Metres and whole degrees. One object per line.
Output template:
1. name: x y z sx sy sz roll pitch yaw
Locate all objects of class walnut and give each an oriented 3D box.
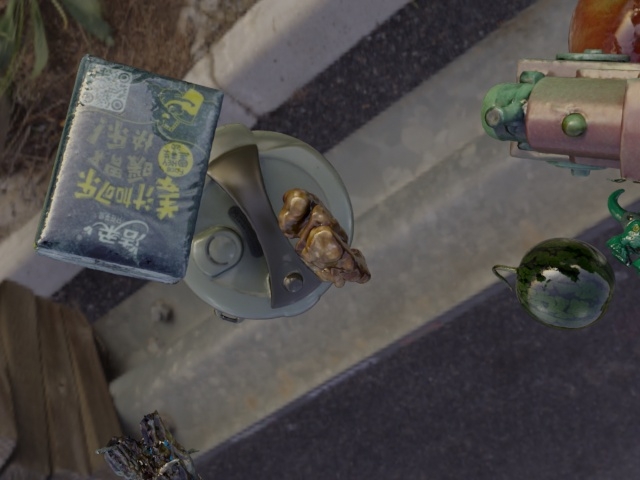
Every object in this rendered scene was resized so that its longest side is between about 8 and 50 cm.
1. walnut: 0.000 0.000 1.127 0.069 0.143 0.170 -40 154 4

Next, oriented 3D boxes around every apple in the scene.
1. apple: 0.501 -0.300 1.297 0.302 0.301 0.301 -5 137 -5

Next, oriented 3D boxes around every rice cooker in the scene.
1. rice cooker: -0.114 -0.037 1.529 0.335 0.325 0.335 -1 95 -11

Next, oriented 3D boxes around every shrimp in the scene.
1. shrimp: -0.107 0.196 0.607 0.076 0.082 0.174 -11 114 28

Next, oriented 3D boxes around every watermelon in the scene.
1. watermelon: 0.351 0.063 1.352 0.187 0.140 0.140 11 141 19

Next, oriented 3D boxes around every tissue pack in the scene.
1. tissue pack: -0.239 -0.088 1.119 0.185 0.257 0.081 14 167 -13

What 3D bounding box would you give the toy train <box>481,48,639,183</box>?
1. toy train: 0.312 -0.129 0.926 0.221 0.304 0.150 -13 108 -47

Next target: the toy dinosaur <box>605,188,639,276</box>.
1. toy dinosaur: 0.378 -0.011 1.011 0.096 0.132 0.059 -46 148 5
